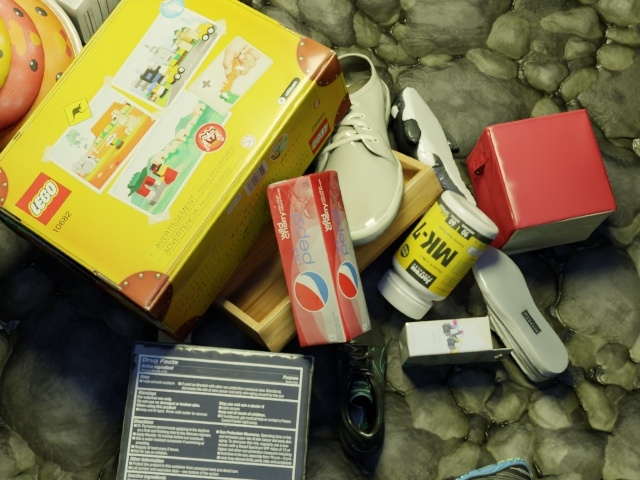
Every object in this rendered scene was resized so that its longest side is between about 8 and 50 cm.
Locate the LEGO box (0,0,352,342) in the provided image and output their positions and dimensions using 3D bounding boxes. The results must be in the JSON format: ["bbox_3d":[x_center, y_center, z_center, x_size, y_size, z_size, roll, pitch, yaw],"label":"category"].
[{"bbox_3d":[-0.246,-0.151,1.672,0.372,0.193,0.500,31,78,19],"label":"LEGO box"}]

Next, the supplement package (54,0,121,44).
[{"bbox_3d":[-0.438,-0.523,1.963,0.139,0.134,0.244,31,73,7],"label":"supplement package"}]

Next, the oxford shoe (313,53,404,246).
[{"bbox_3d":[0.049,-0.167,1.783,0.169,0.130,0.449,-15,43,16],"label":"oxford shoe"}]

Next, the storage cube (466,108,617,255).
[{"bbox_3d":[0.386,-0.098,1.845,0.215,0.184,0.193,-12,74,-8],"label":"storage cube"}]

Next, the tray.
[{"bbox_3d":[0.000,0.000,1.795,0.411,0.076,0.203,-44,40,-14],"label":"tray"}]

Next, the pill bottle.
[{"bbox_3d":[0.200,0.028,1.789,0.119,0.119,0.208,40,105,9],"label":"pill bottle"}]

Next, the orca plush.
[{"bbox_3d":[0.196,-0.139,1.918,0.287,0.102,0.151,55,32,3],"label":"orca plush"}]

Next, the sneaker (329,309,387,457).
[{"bbox_3d":[0.073,0.230,1.762,0.101,0.106,0.267,-5,71,-3],"label":"sneaker"}]

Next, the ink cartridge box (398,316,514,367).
[{"bbox_3d":[0.232,0.176,1.787,0.181,0.104,0.062,-3,73,-5],"label":"ink cartridge box"}]

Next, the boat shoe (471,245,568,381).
[{"bbox_3d":[0.330,0.134,1.816,0.095,0.084,0.258,-18,74,-34],"label":"boat shoe"}]

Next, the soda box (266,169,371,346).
[{"bbox_3d":[-0.002,0.028,1.619,0.092,0.083,0.263,-11,94,34],"label":"soda box"}]

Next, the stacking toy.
[{"bbox_3d":[-0.594,-0.292,1.672,0.350,0.480,0.351,0,93,-1],"label":"stacking toy"}]

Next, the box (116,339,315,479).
[{"bbox_3d":[-0.168,0.332,1.673,0.296,0.183,0.294,6,73,-3],"label":"box"}]

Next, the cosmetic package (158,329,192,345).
[{"bbox_3d":[-0.253,0.128,1.809,0.060,0.041,0.115,-1,72,-4],"label":"cosmetic package"}]

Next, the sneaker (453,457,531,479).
[{"bbox_3d":[0.269,0.424,1.728,0.188,0.067,0.078,-17,68,-12],"label":"sneaker"}]
